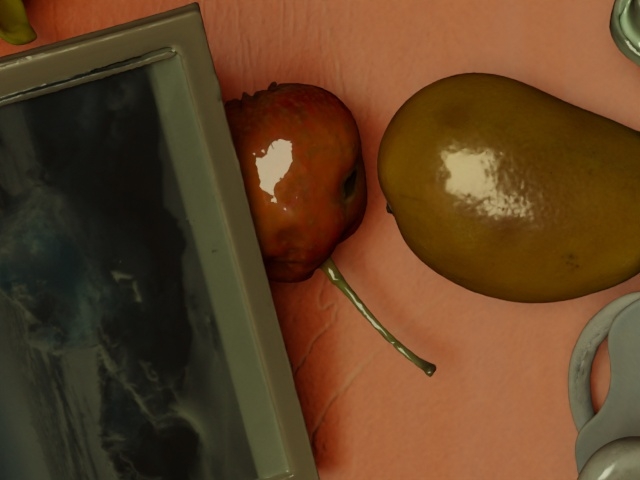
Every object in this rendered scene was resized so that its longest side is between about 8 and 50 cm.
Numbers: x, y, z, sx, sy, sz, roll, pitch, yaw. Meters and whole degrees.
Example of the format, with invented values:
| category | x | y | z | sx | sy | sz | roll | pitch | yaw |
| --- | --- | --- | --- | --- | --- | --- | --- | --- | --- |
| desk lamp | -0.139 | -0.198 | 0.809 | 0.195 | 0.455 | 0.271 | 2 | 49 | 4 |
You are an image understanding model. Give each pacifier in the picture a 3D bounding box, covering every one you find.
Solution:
| category | x | y | z | sx | sy | sz | roll | pitch | yaw |
| --- | --- | --- | --- | --- | --- | --- | --- | --- | --- |
| pacifier | 0.262 | 0.173 | 1.475 | 0.227 | 0.207 | 0.279 | 30 | 129 | 27 |

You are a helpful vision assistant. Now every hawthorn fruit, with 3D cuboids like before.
| category | x | y | z | sx | sy | sz | roll | pitch | yaw |
| --- | --- | --- | --- | --- | --- | --- | --- | --- | --- |
| hawthorn fruit | 0.000 | 0.000 | 1.589 | 0.165 | 0.165 | 0.285 | -31 | 97 | 12 |

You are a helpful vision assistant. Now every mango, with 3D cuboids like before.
| category | x | y | z | sx | sy | sz | roll | pitch | yaw |
| --- | --- | --- | --- | --- | --- | --- | --- | --- | --- |
| mango | 0.168 | -0.035 | 1.541 | 0.255 | 0.139 | 0.175 | 24 | 103 | 5 |

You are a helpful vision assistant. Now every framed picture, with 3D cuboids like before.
| category | x | y | z | sx | sy | sz | roll | pitch | yaw |
| --- | --- | --- | --- | --- | --- | --- | --- | --- | --- |
| framed picture | -0.199 | 0.058 | 1.500 | 0.326 | 0.028 | 0.446 | -17 | 115 | -6 |

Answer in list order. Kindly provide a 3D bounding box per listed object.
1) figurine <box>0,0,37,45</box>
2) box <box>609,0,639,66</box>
| category | x | y | z | sx | sy | sz | roll | pitch | yaw |
| --- | --- | --- | --- | --- | --- | --- | --- | --- | --- |
| figurine | -0.249 | -0.315 | 1.628 | 0.193 | 0.154 | 0.420 | 29 | 96 | 16 |
| box | 0.400 | -0.176 | 1.432 | 0.312 | 0.182 | 0.175 | 34 | 71 | 9 |
